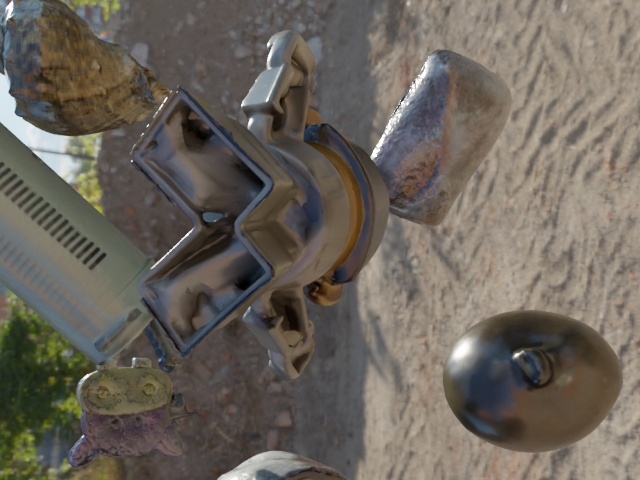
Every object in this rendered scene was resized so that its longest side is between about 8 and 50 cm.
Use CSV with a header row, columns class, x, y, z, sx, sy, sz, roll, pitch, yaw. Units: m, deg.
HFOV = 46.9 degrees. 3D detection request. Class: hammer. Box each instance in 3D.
class,x,y,z,sx,sy,sz,roll,pitch,yaw
hammer,-0.330,0.107,1.315,0.033,0.111,0.287,-38,76,31

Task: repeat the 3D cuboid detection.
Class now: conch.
class,x,y,z,sx,sy,sz,roll,pitch,yaw
conch,-0.376,-0.231,1.075,0.210,0.291,0.158,-58,7,44

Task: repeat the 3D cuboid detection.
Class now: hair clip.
class,x,y,z,sx,sy,sz,roll,pitch,yaw
hair clip,-0.264,0.241,1.057,0.056,0.187,0.146,-23,68,47

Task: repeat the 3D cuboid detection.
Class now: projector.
class,x,y,z,sx,sy,sz,roll,pitch,yaw
projector,-0.283,-0.037,0.647,0.108,0.337,0.108,-44,10,10

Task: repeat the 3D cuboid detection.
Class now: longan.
class,x,y,z,sx,sy,sz,roll,pitch,yaw
longan,0.358,0.235,1.262,0.300,0.301,0.243,119,138,-55

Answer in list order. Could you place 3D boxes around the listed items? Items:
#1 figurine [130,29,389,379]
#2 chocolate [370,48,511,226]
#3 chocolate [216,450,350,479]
class,x,y,z,sx,sy,sz,roll,pitch,yaw
figurine,-0.029,-0.022,0.638,0.308,0.143,0.308,-46,-32,-39
chocolate,0.207,-0.165,1.279,0.303,0.185,0.100,-61,14,16
chocolate,-0.089,0.475,1.188,0.213,0.303,0.303,15,99,55
